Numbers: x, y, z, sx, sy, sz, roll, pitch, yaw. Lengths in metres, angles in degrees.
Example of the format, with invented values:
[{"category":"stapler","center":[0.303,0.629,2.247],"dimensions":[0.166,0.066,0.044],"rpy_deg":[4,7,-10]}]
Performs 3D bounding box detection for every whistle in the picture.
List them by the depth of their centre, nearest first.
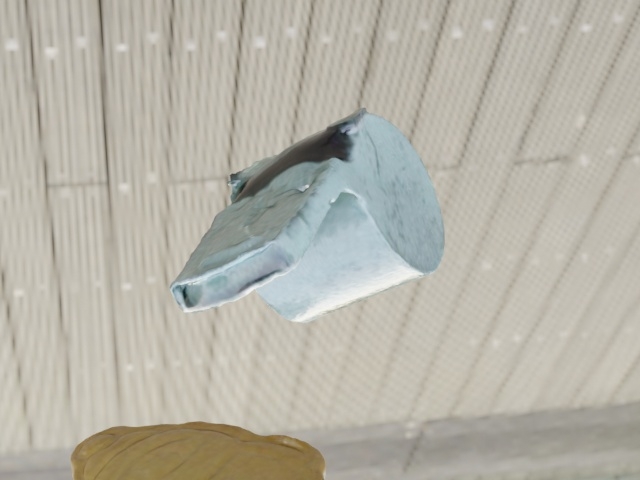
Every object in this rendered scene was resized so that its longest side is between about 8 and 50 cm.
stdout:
[{"category":"whistle","center":[-0.016,-0.026,1.604],"dimensions":[0.168,0.188,0.405],"rpy_deg":[-23,168,27]}]

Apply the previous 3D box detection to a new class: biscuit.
[{"category":"biscuit","center":[-0.165,0.310,1.786],"dimensions":[0.351,0.312,0.057],"rpy_deg":[10,121,26]}]
